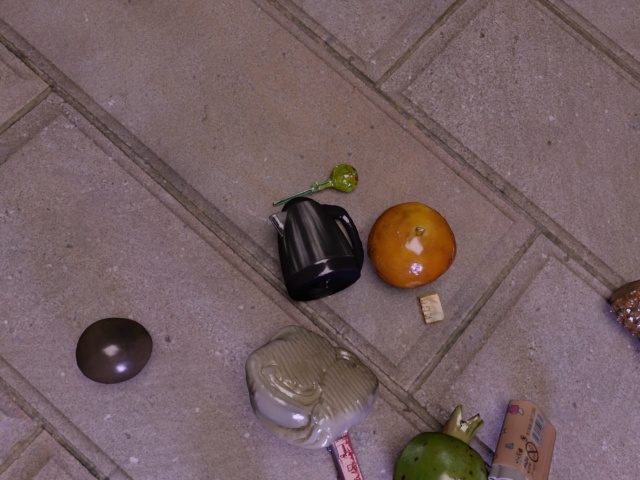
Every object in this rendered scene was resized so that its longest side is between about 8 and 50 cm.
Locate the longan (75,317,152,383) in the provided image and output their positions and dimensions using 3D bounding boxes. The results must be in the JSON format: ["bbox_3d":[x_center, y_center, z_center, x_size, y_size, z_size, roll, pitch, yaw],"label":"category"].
[{"bbox_3d":[-0.519,0.275,1.751,0.187,0.167,0.167,-13,75,-34],"label":"longan"}]

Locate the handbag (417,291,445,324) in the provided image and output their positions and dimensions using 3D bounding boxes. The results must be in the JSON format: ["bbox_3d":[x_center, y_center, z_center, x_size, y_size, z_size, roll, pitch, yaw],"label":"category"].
[{"bbox_3d":[0.312,0.191,1.961,0.061,0.027,0.083,-10,76,-11],"label":"handbag"}]

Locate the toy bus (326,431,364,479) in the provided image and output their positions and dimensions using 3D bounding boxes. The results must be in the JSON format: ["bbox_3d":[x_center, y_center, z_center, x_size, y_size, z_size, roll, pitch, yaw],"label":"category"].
[{"bbox_3d":[0.066,0.568,1.788,0.065,0.077,0.192,-17,78,-15],"label":"toy bus"}]

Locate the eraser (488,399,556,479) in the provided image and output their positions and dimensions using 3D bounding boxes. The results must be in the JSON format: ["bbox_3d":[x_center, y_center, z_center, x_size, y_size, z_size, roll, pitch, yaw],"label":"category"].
[{"bbox_3d":[0.521,0.553,1.770,0.171,0.087,0.290,51,36,-8],"label":"eraser"}]

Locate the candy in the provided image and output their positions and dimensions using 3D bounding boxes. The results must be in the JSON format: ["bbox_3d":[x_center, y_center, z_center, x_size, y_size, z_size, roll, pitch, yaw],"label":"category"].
[{"bbox_3d":[-0.015,-0.150,2.002,0.262,0.073,0.077,-22,60,-6],"label":"candy"}]

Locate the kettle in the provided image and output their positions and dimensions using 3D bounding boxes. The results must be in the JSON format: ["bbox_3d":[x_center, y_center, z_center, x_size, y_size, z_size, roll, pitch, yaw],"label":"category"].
[{"bbox_3d":[-0.008,-0.003,1.885,0.251,0.207,0.271,-19,70,-6],"label":"kettle"}]

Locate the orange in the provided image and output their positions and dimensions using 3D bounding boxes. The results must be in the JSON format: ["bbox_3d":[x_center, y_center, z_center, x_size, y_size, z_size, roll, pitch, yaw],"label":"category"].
[{"bbox_3d":[0.247,0.013,1.906,0.240,0.240,0.240,2,74,-8],"label":"orange"}]

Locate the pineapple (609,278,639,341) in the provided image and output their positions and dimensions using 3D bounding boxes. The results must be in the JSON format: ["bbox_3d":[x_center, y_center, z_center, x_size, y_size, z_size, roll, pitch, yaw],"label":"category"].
[{"bbox_3d":[0.957,0.269,1.985,0.170,0.141,0.310,-34,89,-21],"label":"pineapple"}]

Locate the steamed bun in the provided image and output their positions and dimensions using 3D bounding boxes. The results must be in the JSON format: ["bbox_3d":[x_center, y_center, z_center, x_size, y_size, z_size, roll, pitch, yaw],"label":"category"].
[{"bbox_3d":[-0.039,0.390,1.729,0.310,0.219,0.324,31,29,10],"label":"steamed bun"}]

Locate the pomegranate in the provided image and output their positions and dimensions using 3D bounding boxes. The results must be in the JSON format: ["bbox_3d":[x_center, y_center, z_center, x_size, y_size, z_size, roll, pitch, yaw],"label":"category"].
[{"bbox_3d":[0.315,0.580,1.743,0.260,0.260,0.340,29,69,1],"label":"pomegranate"}]
